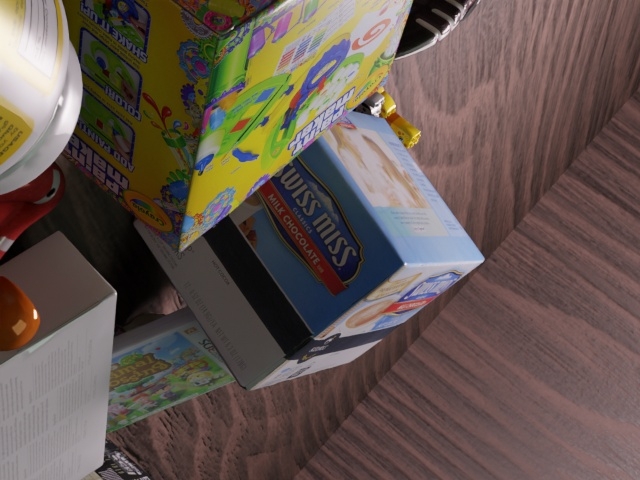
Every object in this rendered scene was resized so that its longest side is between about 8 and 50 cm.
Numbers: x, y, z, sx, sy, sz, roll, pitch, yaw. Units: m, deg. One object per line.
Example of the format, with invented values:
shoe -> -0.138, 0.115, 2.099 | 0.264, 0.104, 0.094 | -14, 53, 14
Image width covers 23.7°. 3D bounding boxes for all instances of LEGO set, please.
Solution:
LEGO set -> 0.067, -0.129, 1.959 | 0.087, 0.093, 0.227 | -40, 161, -34

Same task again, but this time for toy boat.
toy boat -> -0.283, 0.028, 1.220 | 0.231, 0.151, 0.151 | -52, 165, 6

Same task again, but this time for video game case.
video game case -> -0.198, 0.151, 1.729 | 0.212, 0.023, 0.193 | -22, 152, 9

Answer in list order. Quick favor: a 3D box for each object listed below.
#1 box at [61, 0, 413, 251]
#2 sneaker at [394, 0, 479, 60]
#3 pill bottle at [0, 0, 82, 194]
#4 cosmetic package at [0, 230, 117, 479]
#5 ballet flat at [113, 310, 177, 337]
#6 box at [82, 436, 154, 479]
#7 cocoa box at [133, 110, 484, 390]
box -> -0.067, -0.195, 1.269 | 0.290, 0.177, 0.279 | -41, 162, -33
sneaker -> 0.130, -0.272, 1.794 | 0.281, 0.106, 0.162 | -45, 167, -23
pill bottle -> -0.258, -0.127, 0.867 | 0.188, 0.188, 0.334 | -50, 164, -2
cosmetic package -> -0.343, 0.187, 1.477 | 0.284, 0.097, 0.377 | -36, 160, -28
ballet flat -> -0.198, 0.123, 1.838 | 0.079, 0.077, 0.221 | -56, 160, 13
box -> -0.293, 0.281, 1.789 | 0.077, 0.147, 0.180 | -53, 165, 8
cocoa box -> 0.000, 0.000, 1.728 | 0.228, 0.231, 0.347 | -38, 168, 16
